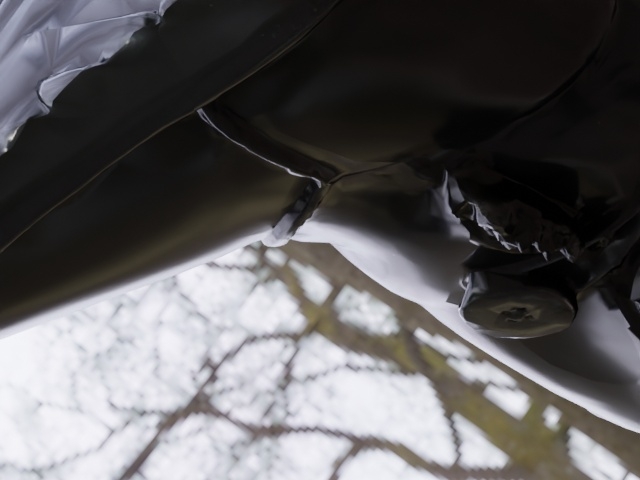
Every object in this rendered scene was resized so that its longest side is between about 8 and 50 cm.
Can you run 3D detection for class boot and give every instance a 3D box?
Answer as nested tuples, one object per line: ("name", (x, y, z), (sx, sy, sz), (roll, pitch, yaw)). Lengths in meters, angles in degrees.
("boot", (0.000, 0.000, 0.461), (0.207, 0.094, 0.246), (28, -40, -33))
